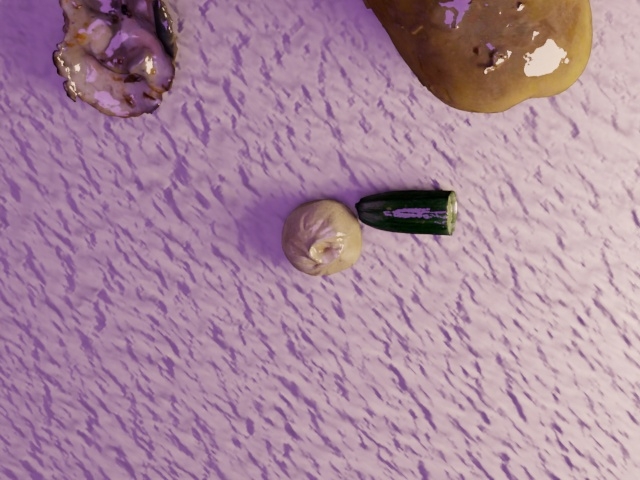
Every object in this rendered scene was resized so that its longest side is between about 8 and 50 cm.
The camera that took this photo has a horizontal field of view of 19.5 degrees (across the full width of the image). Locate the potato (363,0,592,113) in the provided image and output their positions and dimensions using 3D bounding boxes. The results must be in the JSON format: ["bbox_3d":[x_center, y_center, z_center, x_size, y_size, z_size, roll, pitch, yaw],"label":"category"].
[{"bbox_3d":[0.139,-0.254,1.796,0.191,0.141,0.296,-34,98,10],"label":"potato"}]

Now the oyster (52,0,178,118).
[{"bbox_3d":[-0.196,-0.269,1.821,0.128,0.078,0.345,15,127,16],"label":"oyster"}]

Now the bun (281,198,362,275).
[{"bbox_3d":[0.000,0.000,1.922,0.086,0.055,0.086,1,107,5],"label":"bun"}]

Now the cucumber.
[{"bbox_3d":[0.088,-0.028,1.911,0.105,0.048,0.048,0,106,5],"label":"cucumber"}]
